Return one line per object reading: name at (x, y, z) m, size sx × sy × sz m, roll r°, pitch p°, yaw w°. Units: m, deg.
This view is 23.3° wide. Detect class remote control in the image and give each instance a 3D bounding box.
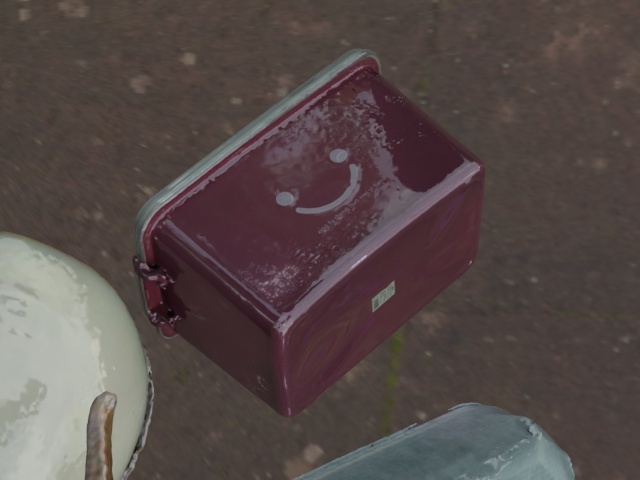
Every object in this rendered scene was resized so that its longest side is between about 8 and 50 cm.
remote control at (0.023, 0.136, 0.608) m, size 0.247 × 0.052 × 0.104 m, roll -18°, pitch 108°, yaw -46°

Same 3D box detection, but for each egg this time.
egg at (-0.265, 0.141, 1.202) m, size 0.264 × 0.174 × 0.286 m, roll 9°, pitch 113°, yaw -6°

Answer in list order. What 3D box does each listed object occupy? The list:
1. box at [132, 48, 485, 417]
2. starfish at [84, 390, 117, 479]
box at (0.000, 0.000, 1.328) m, size 0.294 × 0.193 × 0.167 m, roll -39°, pitch 63°, yaw -23°
starfish at (-0.164, 0.312, 0.761) m, size 0.132 × 0.383 × 0.398 m, roll 0°, pitch 132°, yaw -3°
